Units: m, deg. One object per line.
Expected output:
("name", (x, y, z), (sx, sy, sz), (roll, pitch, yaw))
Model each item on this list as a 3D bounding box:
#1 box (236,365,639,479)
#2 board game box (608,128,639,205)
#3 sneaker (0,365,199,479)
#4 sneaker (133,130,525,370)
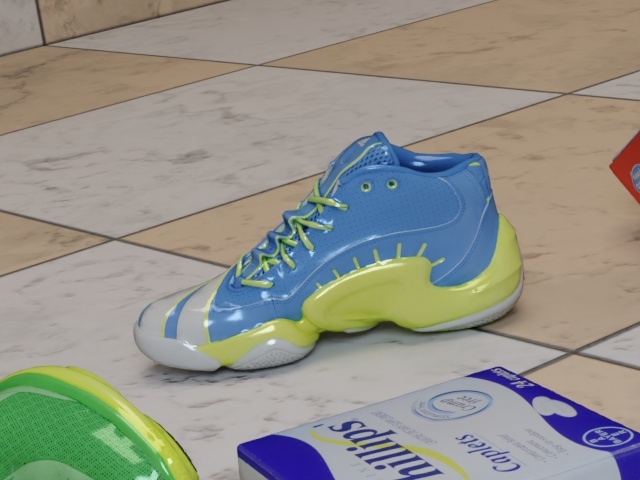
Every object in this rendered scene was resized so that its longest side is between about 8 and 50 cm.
("box", (0.053, 0.116, 0.760), (0.137, 0.072, 0.126), (-15, 16, -22))
("board game box", (0.321, -0.131, 1.104), (0.242, 0.064, 0.316), (-36, -8, -12))
("sneaker", (-0.184, 0.125, 0.844), (0.295, 0.109, 0.123), (1, 41, 26))
("sneaker", (0.000, 0.000, 1.099), (0.240, 0.126, 0.091), (-10, 15, -8))
